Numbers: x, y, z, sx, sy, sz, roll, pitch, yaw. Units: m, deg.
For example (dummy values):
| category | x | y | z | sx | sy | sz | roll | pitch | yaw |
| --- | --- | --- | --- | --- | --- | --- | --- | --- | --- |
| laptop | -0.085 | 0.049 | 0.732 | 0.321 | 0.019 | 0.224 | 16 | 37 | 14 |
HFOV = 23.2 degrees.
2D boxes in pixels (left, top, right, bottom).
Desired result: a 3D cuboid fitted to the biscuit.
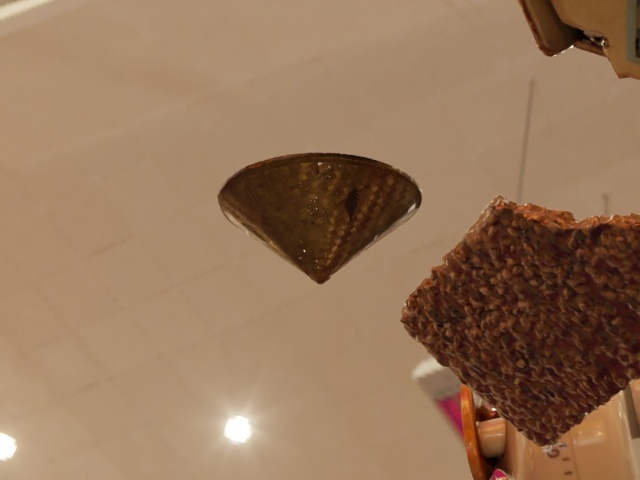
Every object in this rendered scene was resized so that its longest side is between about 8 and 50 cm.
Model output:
| category | x | y | z | sx | sy | sz | roll | pitch | yaw |
| --- | --- | --- | --- | --- | --- | --- | --- | --- | --- |
| biscuit | 0.134 | 0.034 | 0.893 | 0.131 | 0.026 | 0.237 | 40 | -35 | 3 |

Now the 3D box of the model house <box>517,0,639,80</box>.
| category | x | y | z | sx | sy | sz | roll | pitch | yaw |
| --- | --- | --- | --- | --- | --- | --- | --- | --- | --- |
| model house | 0.184 | -0.241 | 0.868 | 0.244 | 0.169 | 0.326 | 29 | -42 | 39 |

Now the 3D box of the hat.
| category | x | y | z | sx | sy | sz | roll | pitch | yaw |
| --- | --- | --- | --- | --- | --- | --- | --- | --- | --- |
| hat | 0.000 | 0.000 | 1.092 | 0.146 | 0.067 | 0.146 | 0 | -25 | 0 |

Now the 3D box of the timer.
| category | x | y | z | sx | sy | sz | roll | pitch | yaw |
| --- | --- | --- | --- | --- | --- | --- | --- | --- | --- |
| timer | 0.266 | 0.194 | 1.412 | 0.240 | 0.233 | 0.233 | -12 | -58 | 14 |
